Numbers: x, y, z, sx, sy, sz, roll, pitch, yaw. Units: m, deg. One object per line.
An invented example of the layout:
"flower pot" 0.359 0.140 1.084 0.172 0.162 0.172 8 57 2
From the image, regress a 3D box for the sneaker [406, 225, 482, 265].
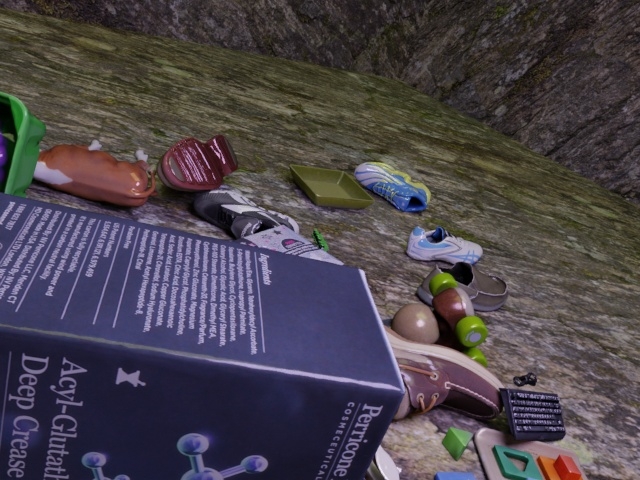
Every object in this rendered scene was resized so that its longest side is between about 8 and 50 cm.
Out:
"sneaker" 0.319 0.012 1.520 0.237 0.086 0.085 5 27 -32

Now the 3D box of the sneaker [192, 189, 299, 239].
"sneaker" -0.161 -0.039 1.281 0.234 0.078 0.106 21 22 -3

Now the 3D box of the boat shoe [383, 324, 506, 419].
"boat shoe" 0.129 0.222 0.948 0.342 0.123 0.123 26 54 -11

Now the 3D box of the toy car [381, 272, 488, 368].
"toy car" 0.180 0.166 1.098 0.188 0.149 0.155 -14 35 -5

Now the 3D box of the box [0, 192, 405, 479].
"box" -0.166 0.161 0.612 0.395 0.294 0.212 12 26 -16

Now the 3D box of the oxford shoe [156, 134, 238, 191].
"oxford shoe" -0.294 -0.154 1.374 0.123 0.130 0.348 66 15 -6

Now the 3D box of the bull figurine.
"bull figurine" -0.474 -0.146 1.244 0.310 0.101 0.188 20 23 2

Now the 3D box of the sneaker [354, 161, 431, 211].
"sneaker" 0.212 -0.152 1.770 0.240 0.091 0.126 18 25 -6

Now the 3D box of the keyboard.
"keyboard" 0.343 0.263 0.983 0.180 0.023 0.108 18 53 -44

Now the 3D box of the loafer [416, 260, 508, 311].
"loafer" 0.329 0.098 1.345 0.251 0.087 0.094 1 31 -35

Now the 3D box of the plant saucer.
"plant saucer" 0.023 -0.138 1.656 0.188 0.045 0.188 4 29 -32

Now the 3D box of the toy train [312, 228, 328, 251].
"toy train" 0.000 0.000 1.392 0.023 0.017 0.083 20 23 -24

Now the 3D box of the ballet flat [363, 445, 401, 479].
"ballet flat" 0.054 0.279 0.798 0.074 0.074 0.203 2 30 -34

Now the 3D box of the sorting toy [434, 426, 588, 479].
"sorting toy" 0.330 0.352 0.874 0.347 0.047 0.196 16 25 -8

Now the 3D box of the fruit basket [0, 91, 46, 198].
"fruit basket" -0.664 -0.140 0.940 0.392 0.283 0.392 19 7 -2

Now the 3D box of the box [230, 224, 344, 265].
"box" -0.102 0.091 0.954 0.142 0.163 0.247 32 27 21
